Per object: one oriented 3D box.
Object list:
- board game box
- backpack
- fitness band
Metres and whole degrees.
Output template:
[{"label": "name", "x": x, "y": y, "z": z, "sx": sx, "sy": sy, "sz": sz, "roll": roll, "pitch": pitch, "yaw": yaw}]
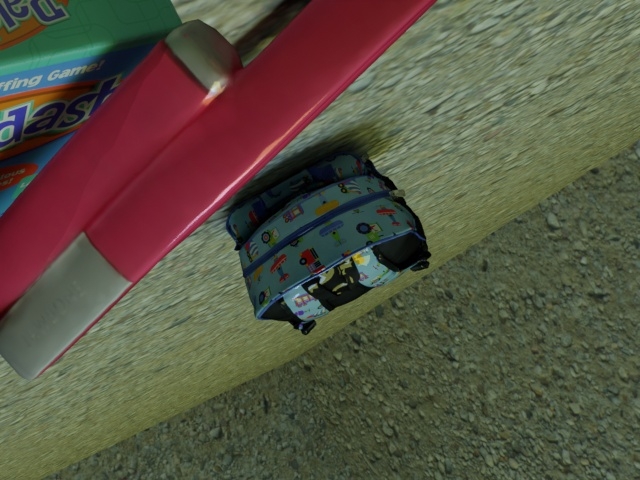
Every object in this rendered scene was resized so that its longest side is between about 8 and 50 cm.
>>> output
[{"label": "board game box", "x": -0.165, "y": -0.029, "z": 0.404, "sx": 0.160, "sy": 0.047, "sz": 0.210, "roll": -22, "pitch": 169, "yaw": -37}, {"label": "backpack", "x": 0.000, "y": 0.000, "z": 0.866, "sx": 0.158, "sy": 0.116, "sz": 0.173, "roll": -29, "pitch": 172, "yaw": 8}, {"label": "fitness band", "x": -0.050, "y": -0.044, "z": 0.461, "sx": 0.291, "sy": 0.054, "sz": 0.209, "roll": -40, "pitch": -174, "yaw": 29}]
